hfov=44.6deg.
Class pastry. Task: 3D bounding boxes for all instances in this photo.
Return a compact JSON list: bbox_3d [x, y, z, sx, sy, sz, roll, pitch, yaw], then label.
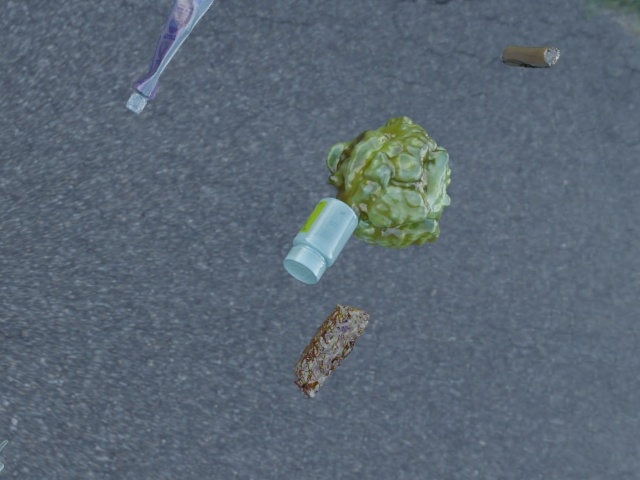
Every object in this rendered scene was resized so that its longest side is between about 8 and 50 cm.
[{"bbox_3d":[0.009,0.170,1.242,0.063,0.087,0.169,37,91,-5],"label":"pastry"}]

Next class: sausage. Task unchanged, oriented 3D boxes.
[{"bbox_3d":[0.239,-0.209,0.887,0.026,0.116,0.026,-2,104,-9],"label":"sausage"}]

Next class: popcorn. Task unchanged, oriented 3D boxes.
[{"bbox_3d":[0.164,-0.122,1.760,0.335,0.275,0.279,-72,142,-74],"label":"popcorn"}]

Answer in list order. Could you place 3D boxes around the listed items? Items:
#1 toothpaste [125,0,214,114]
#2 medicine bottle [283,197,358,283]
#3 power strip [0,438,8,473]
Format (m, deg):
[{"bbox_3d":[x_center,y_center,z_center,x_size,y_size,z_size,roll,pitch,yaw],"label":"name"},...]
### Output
[{"bbox_3d":[-0.280,-0.373,1.463,0.301,0.075,0.048,-61,147,-2],"label":"toothpaste"},{"bbox_3d":[0.000,0.000,0.791,0.047,0.047,0.083,47,61,-25],"label":"medicine bottle"},{"bbox_3d":[-0.604,0.437,1.280,0.034,0.092,0.268,51,51,-22],"label":"power strip"}]
